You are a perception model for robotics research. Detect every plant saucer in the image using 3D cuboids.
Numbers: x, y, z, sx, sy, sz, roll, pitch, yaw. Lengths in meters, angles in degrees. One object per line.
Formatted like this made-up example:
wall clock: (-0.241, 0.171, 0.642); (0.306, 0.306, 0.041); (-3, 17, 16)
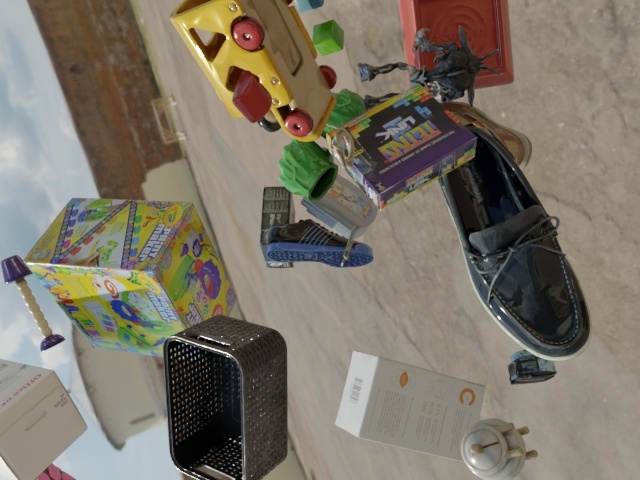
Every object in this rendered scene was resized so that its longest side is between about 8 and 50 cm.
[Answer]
plant saucer: (0.330, -0.489, 1.419); (0.047, 0.259, 0.258); (-79, -19, -79)

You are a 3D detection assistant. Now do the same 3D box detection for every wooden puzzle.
wooden puzzle: (0.053, 0.008, 1.076); (0.049, 0.006, 0.083); (62, -134, -79)

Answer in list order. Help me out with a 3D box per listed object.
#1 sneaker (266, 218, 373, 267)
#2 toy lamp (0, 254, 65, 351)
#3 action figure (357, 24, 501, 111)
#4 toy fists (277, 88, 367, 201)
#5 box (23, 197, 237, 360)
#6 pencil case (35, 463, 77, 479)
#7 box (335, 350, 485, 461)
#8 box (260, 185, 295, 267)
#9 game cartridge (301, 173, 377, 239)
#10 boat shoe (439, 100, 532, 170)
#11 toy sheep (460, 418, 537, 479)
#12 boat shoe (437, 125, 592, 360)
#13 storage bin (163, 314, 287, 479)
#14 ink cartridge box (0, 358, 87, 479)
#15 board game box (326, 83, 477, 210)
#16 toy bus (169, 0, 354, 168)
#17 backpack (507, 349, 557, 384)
sneaker: (0.000, 0.000, 1.280); (0.081, 0.233, 0.090); (103, 171, -61)
toy lamp: (-0.806, 0.172, 1.656); (0.274, 0.080, 0.080); (66, 169, -7)
action figure: (0.220, -0.347, 1.216); (0.141, 0.276, 0.164); (-77, -25, -57)
toy fists: (0.008, -0.230, 1.412); (0.142, 0.279, 0.096); (42, -168, 27)
box: (-0.359, 0.082, 1.183); (0.289, 0.279, 0.177); (75, -155, -45)
pencil case: (-0.622, 0.562, 1.364); (0.098, 0.095, 0.209); (2, 140, 34)
box: (0.247, 0.453, 1.632); (0.168, 0.346, 0.214); (-12, 60, 69)
box: (-0.114, -0.034, 1.618); (0.147, 0.078, 0.180); (85, -175, -64)
game cartridge: (0.067, -0.104, 1.708); (0.062, 0.198, 0.297); (-59, -2, 25)
boat shoe: (0.336, -0.250, 1.392); (0.324, 0.117, 0.123); (33, 123, 44)
toy sheep: (0.233, 0.279, 0.793); (0.132, 0.091, 0.091); (33, -159, -45)
boat shoe: (0.355, -0.002, 1.130); (0.499, 0.187, 0.156); (67, -170, 9)
storage bin: (-0.112, 0.192, 0.710); (0.122, 0.084, 0.180); (10, 106, 32)
ink cartridge box: (-0.655, 0.376, 1.251); (0.233, 0.171, 0.168); (1, 122, 34)
board game box: (0.117, -0.140, 0.872); (0.141, 0.170, 0.048); (52, 167, 32)
toy bus: (-0.060, -0.172, 0.602); (0.191, 0.105, 0.202); (1, -97, -59)
backpack: (0.571, 0.338, 1.601); (0.105, 0.115, 0.084); (83, -176, -64)
